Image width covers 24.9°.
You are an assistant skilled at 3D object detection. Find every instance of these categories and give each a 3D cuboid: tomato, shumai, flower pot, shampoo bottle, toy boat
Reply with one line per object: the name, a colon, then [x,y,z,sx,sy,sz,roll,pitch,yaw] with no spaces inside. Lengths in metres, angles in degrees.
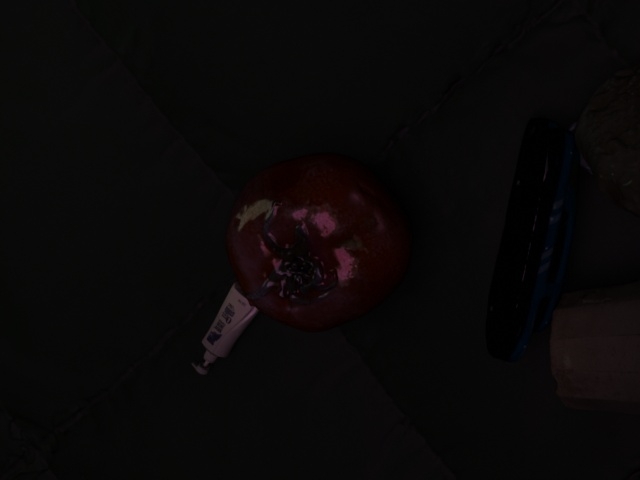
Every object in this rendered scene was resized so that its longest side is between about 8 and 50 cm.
tomato: [-0.002,-0.004,1.791,0.232,0.188,0.232,6,109,20]
shumai: [0.465,-0.070,1.616,0.304,0.309,0.263,-6,128,49]
flower pot: [0.384,0.119,1.700,0.203,0.212,0.212,0,101,28]
shampoo bottle: [-0.127,0.124,1.940,0.049,0.034,0.141,32,111,3]
toy boat: [0.274,0.007,1.749,0.092,0.134,0.298,7,106,-11]
